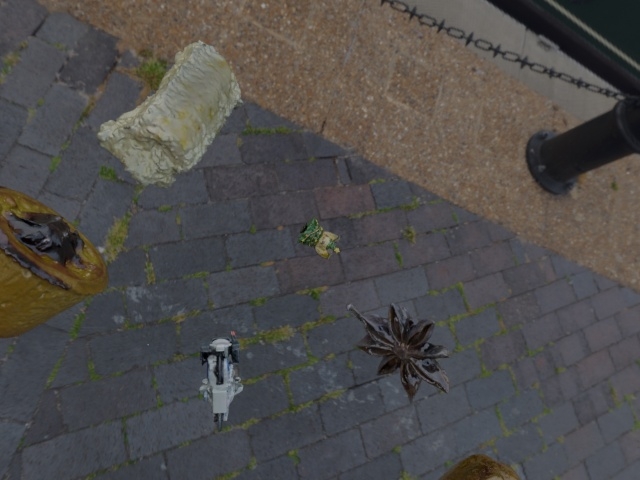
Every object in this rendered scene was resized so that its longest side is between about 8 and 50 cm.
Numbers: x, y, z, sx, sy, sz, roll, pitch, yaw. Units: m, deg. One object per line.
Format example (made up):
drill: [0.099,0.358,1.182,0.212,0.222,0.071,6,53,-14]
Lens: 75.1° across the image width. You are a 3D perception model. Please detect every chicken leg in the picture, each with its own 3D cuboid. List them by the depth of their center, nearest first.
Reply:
chicken leg: [0.136,0.354,0.509,0.252,0.107,0.087,-28,48,-11]

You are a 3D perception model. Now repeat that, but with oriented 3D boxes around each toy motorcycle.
toy motorcycle: [-0.226,0.309,0.943,0.102,0.150,0.221,2,115,-11]

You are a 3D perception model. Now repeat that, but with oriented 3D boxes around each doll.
doll: [-0.008,0.001,1.063,0.113,0.077,0.078,43,56,-23]

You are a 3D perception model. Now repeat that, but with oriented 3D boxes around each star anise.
star anise: [0.163,0.213,0.870,0.262,0.230,0.081,41,47,15]

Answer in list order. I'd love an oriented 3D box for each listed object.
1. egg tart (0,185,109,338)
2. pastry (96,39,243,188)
egg tart: [-0.435,0.037,0.606,0.171,0.215,0.215,-44,96,-1]
pastry: [-0.193,-0.183,0.580,0.121,0.089,0.258,43,40,-23]
